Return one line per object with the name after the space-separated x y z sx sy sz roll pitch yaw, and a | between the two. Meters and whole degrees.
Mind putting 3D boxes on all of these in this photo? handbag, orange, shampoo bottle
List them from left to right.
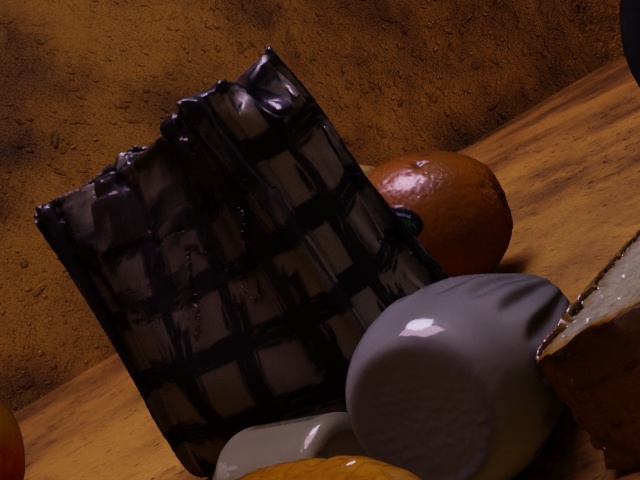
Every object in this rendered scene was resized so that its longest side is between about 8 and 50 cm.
-0.066 0.040 0.770 0.325 0.327 0.162 -25 10 43 | handbag
-0.028 0.172 0.631 0.079 0.079 0.162 -33 7 -42 | shampoo bottle
0.130 -0.017 1.048 0.206 0.206 0.206 -28 5 3 | orange

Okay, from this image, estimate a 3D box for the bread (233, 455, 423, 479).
-0.022 0.177 0.330 0.236 0.120 0.198 -33 9 -41 | bread

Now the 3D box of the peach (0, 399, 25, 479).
-0.515 0.297 1.158 0.231 0.231 0.231 -28 5 3 | peach

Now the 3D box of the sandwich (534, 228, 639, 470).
0.301 -0.010 0.504 0.271 0.099 0.301 -29 2 42 | sandwich

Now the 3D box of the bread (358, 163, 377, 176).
0.000 0.000 1.440 0.316 0.211 0.270 -27 4 -17 | bread

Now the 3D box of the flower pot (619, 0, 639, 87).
0.551 -0.286 1.000 0.330 0.293 0.293 -26 3 -44 | flower pot

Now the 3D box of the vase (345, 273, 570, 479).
0.115 0.079 0.594 0.128 0.128 0.248 -25 -3 31 | vase
